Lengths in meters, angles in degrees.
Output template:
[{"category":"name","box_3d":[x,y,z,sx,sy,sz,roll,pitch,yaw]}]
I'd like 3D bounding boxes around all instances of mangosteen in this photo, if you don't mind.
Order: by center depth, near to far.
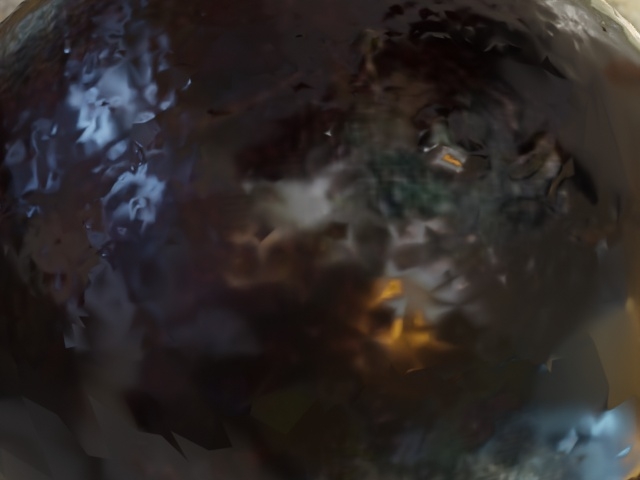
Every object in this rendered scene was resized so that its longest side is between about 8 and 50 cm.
[{"category":"mangosteen","box_3d":[0.001,0.011,0.574,0.330,0.330,0.330,39,13,-11]}]
